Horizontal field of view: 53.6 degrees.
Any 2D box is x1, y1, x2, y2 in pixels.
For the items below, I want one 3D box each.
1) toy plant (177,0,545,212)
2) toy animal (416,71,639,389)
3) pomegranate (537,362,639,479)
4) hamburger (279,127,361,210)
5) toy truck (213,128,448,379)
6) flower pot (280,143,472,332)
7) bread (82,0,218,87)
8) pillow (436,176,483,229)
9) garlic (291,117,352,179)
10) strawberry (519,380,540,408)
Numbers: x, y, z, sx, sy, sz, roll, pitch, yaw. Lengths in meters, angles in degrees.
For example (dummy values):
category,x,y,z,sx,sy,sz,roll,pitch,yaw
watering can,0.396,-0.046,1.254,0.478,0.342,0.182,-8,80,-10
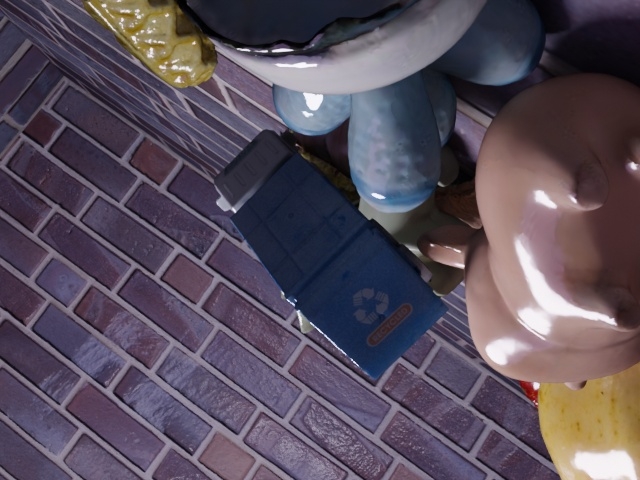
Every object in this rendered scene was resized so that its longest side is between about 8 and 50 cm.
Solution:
category,x,y,z,sx,sy,sz,roll,pitch,yaw
toy plant,0.056,-0.162,0.518,0.247,0.247,0.332,32,175,28
toy animal,0.236,0.001,0.617,0.269,0.237,0.326,-106,4,-70
pomegranate,0.426,0.190,0.756,0.342,0.342,0.342,35,172,5
hamburger,0.018,-0.124,1.200,0.261,0.139,0.243,36,173,-6
toy truck,0.000,0.000,0.777,0.367,0.146,0.175,47,-178,44
flower pot,0.074,0.007,0.998,0.367,0.164,0.254,-20,96,41
bread,-0.285,-0.368,1.089,0.152,0.130,0.267,25,169,35
pillow,0.253,-0.052,0.983,0.126,0.043,0.232,32,171,-12
garlic,0.029,-0.171,0.771,0.214,0.160,0.191,33,172,23
strawberry,0.536,0.292,1.428,0.201,0.187,0.184,-17,170,40
